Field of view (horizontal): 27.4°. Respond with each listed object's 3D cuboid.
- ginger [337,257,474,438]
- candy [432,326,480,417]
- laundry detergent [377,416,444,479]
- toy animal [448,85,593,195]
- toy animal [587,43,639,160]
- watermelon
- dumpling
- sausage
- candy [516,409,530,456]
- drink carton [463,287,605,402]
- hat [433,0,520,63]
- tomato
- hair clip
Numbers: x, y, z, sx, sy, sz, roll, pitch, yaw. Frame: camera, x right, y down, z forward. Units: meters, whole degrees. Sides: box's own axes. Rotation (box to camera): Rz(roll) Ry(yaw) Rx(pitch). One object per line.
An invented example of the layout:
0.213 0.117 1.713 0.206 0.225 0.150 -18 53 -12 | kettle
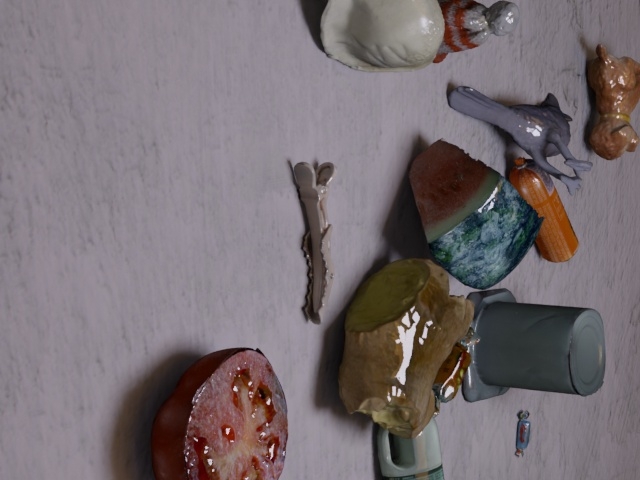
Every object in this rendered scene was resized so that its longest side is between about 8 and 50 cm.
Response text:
0.124 0.161 1.870 0.276 0.130 0.221 -38 112 -33 | ginger
0.208 0.203 2.071 0.053 0.046 0.182 50 56 -41 | candy
0.134 0.318 1.955 0.099 0.070 0.225 -10 98 -18 | laundry detergent
0.363 -0.170 2.169 0.367 0.081 0.206 -7 54 -55 | toy animal
0.533 -0.252 2.439 0.184 0.104 0.185 28 76 -53 | toy animal
0.244 -0.056 1.996 0.226 0.148 0.318 55 18 8 | watermelon
0.082 -0.292 1.780 0.216 0.166 0.126 54 18 -78 | dumpling
0.382 -0.061 2.269 0.071 0.071 0.234 -60 137 -31 | sausage
0.357 0.340 2.310 0.030 0.020 0.083 11 86 -54 | candy
0.359 0.171 2.165 0.191 0.190 0.185 0 88 -55 | drink carton
0.213 -0.321 1.937 0.112 0.162 0.093 57 46 -44 | hat
-0.126 0.237 1.583 0.225 0.085 0.225 0 90 -56 | tomato
0.000 0.000 1.778 0.072 0.034 0.226 -20 110 -52 | hair clip
